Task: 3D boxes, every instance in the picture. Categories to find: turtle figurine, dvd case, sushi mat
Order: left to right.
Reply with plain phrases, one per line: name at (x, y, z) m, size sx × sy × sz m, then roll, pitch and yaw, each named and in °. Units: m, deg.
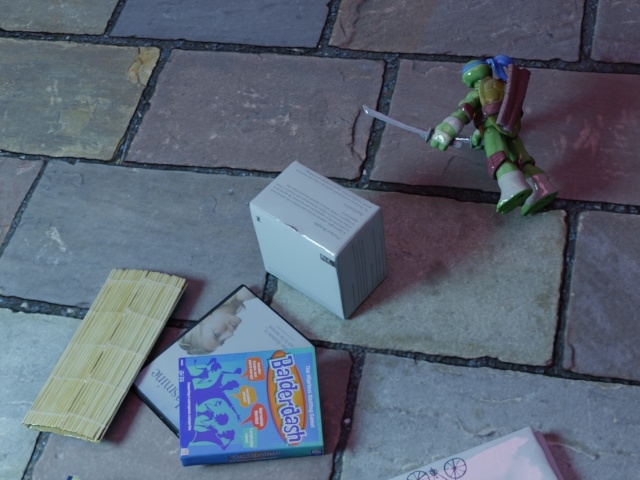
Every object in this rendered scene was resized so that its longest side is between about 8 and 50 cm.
sushi mat at (-0.342, 0.177, 1.654) m, size 0.152 × 0.019 × 0.316 m, roll 7°, pitch 54°, yaw 27°
dvd case at (-0.158, 0.197, 1.620) m, size 0.253 × 0.022 × 0.180 m, roll -40°, pitch 58°, yaw -20°
turtle figurine at (0.260, -0.152, 1.736) m, size 0.275 × 0.198 × 0.266 m, roll -27°, pitch 69°, yaw 2°

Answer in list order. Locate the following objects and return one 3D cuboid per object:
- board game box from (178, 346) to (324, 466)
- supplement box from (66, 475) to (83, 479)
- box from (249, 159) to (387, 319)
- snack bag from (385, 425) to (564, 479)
board game box at (-0.105, 0.247, 1.534) m, size 0.210 × 0.047 × 0.160 m, roll -5°, pitch 60°, yaw -3°
supplement box at (-0.338, 0.397, 1.476) m, size 0.083 × 0.056 × 0.083 m, roll 13°, pitch 56°, yaw 18°
box at (0.000, 0.000, 1.644) m, size 0.181 × 0.182 × 0.119 m, roll 31°, pitch 62°, yaw 27°
snack bag at (0.216, 0.444, 1.366) m, size 0.323 × 0.037 × 0.342 m, roll -18°, pitch 53°, yaw -5°
